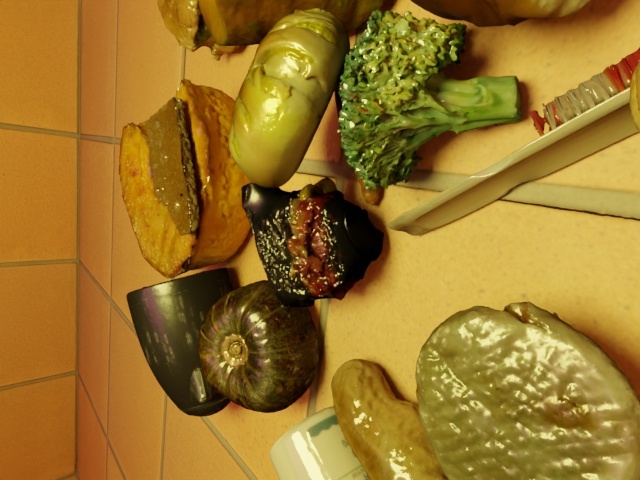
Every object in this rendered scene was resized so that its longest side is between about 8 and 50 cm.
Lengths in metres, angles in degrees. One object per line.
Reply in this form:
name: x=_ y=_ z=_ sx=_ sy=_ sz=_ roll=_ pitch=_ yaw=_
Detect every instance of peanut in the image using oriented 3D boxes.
peanut: x=0.089 y=0.244 z=0.511 sx=0.108 sy=0.095 sz=0.226 roll=-42 pitch=45 yaw=-3

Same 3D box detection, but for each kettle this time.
kettle: x=-0.266 y=0.220 z=0.868 sx=0.268 sy=0.207 sz=0.291 roll=160 pitch=94 yaw=-76

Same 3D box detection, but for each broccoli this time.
broccoli: x=0.120 y=-0.154 z=0.442 sx=0.194 sy=0.194 sz=0.220 roll=-8 pitch=63 yaw=49

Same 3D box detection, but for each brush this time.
brush: x=0.197 y=-0.085 z=0.398 sx=0.321 sy=0.060 sz=0.050 roll=-32 pitch=56 yaw=44

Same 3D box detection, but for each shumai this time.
shumai: x=0.193 y=0.148 z=0.366 sx=0.201 sy=0.120 sz=0.202 roll=5 pitch=98 yaw=45

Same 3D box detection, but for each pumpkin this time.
pumpkin: x=-0.101 y=0.180 z=0.689 sx=0.218 sy=0.162 sz=0.219 roll=3 pitch=97 yaw=24

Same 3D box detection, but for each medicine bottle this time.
medicine bottle: x=0.039 y=0.361 z=0.541 sx=0.237 sy=0.139 sz=0.139 roll=52 pitch=128 yaw=33

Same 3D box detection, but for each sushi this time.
sushi: x=0.000 y=0.000 z=0.562 sx=0.150 sy=0.153 sz=0.172 roll=-15 pitch=75 yaw=40

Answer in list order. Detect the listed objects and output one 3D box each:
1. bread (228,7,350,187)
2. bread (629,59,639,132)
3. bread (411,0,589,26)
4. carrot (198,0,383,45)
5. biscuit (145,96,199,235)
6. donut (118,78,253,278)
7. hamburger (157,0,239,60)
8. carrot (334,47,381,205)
bread: x=-0.042 y=-0.172 z=0.490 sx=0.104 sy=0.213 sz=0.213 roll=25 pitch=119 yaw=-2
bread: x=0.274 y=-0.036 z=0.227 sx=0.106 sy=0.140 sz=0.237 roll=-32 pitch=84 yaw=43
bread: x=0.131 y=-0.326 z=0.315 sx=0.224 sy=0.250 sz=0.279 roll=-37 pitch=42 yaw=7
carrot: x=-0.041 y=-0.398 z=0.536 sx=0.241 sy=0.340 sz=0.242 roll=168 pitch=90 yaw=-78
biscuit: x=-0.264 y=-0.121 z=0.716 sx=0.131 sy=0.026 sz=0.237 roll=-13 pitch=85 yaw=46
donut: x=-0.288 y=-0.115 z=0.879 sx=0.434 sy=0.163 sz=0.378 roll=7 pitch=98 yaw=46
hamburger: x=-0.192 y=-0.539 z=0.743 sx=0.208 sy=0.162 sz=0.330 roll=6 pitch=91 yaw=50
carrot: x=0.056 y=-0.152 z=0.561 sx=0.061 sy=0.061 sz=0.210 roll=-9 pitch=89 yaw=49
